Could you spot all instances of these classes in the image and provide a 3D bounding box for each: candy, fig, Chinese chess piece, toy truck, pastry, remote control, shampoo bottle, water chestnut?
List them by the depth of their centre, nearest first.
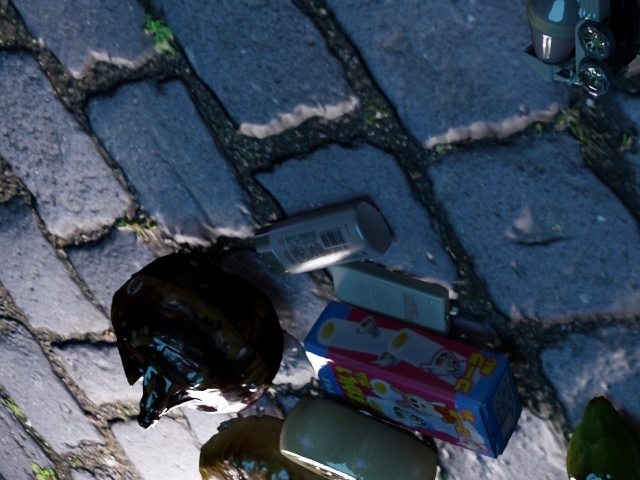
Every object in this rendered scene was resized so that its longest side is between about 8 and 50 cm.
[{"bbox_3d":[0.279,-0.268,1.435,0.140,0.108,0.256,29,146,37],"label":"toy truck"},{"bbox_3d":[0.405,0.298,1.900,0.123,0.123,0.156,-12,80,46],"label":"fig"},{"bbox_3d":[0.000,0.000,1.973,0.227,0.056,0.086,-14,117,47],"label":"shampoo bottle"},{"bbox_3d":[0.104,0.081,1.985,0.190,0.029,0.087,17,136,27],"label":"remote control"},{"bbox_3d":[0.137,0.206,2.006,0.306,0.100,0.157,15,150,29],"label":"candy"},{"bbox_3d":[0.061,0.337,2.136,0.257,0.104,0.257,24,167,6],"label":"Chinese chess piece"},{"bbox_3d":[-0.215,0.172,2.153,0.300,0.300,0.300,23,139,22],"label":"water chestnut"},{"bbox_3d":[-0.073,0.451,2.415,0.330,0.136,0.329,22,139,21],"label":"pastry"}]
